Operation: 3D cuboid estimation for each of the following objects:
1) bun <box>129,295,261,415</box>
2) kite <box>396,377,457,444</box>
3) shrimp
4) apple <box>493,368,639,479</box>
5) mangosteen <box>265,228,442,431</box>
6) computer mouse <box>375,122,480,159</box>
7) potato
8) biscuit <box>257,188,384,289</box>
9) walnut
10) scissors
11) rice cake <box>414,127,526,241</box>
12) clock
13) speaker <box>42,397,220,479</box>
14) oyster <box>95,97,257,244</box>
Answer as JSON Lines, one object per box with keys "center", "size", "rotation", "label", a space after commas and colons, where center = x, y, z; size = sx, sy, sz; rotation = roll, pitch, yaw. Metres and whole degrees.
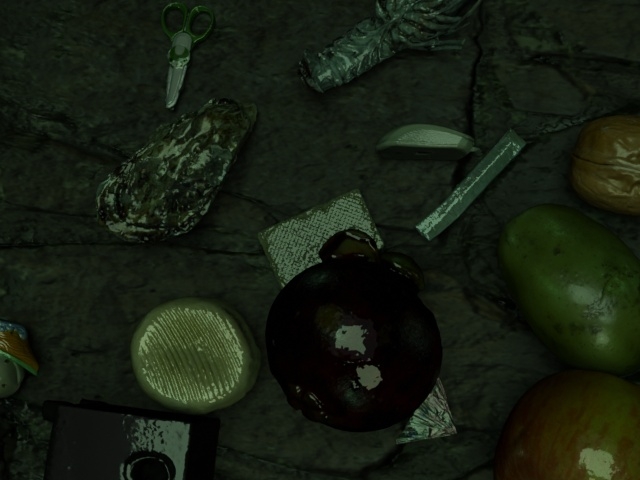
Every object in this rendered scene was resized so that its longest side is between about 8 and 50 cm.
{"center": [-0.211, 0.197, 1.574], "size": [0.222, 0.127, 0.222], "rotation": [1, 77, -5], "label": "bun"}
{"center": [0.166, 0.288, 1.578], "size": [0.157, 0.011, 0.139], "rotation": [28, 83, 8], "label": "kite"}
{"center": [0.144, -0.393, 1.608], "size": [0.410, 0.166, 0.221], "rotation": [-34, 82, 13], "label": "shrimp"}
{"center": [0.424, 0.328, 1.418], "size": [0.302, 0.301, 0.301], "rotation": [-1, 82, 6], "label": "apple"}
{"center": [0.057, 0.154, 1.476], "size": [0.311, 0.311, 0.311], "rotation": [-1, 82, 6], "label": "mangosteen"}
{"center": [0.186, -0.175, 1.600], "size": [0.182, 0.089, 0.056], "rotation": [2, 81, 5], "label": "computer mouse"}
{"center": [0.418, 0.077, 1.479], "size": [0.216, 0.216, 0.304], "rotation": [-28, 77, 1], "label": "potato"}
{"center": [0.000, 0.000, 1.619], "size": [0.199, 0.040, 0.121], "rotation": [-24, 82, 1], "label": "biscuit"}
{"center": [0.513, -0.124, 1.526], "size": [0.197, 0.165, 0.165], "rotation": [5, 83, 6], "label": "walnut"}
{"center": [-0.259, -0.339, 1.699], "size": [0.101, 0.027, 0.204], "rotation": [10, 81, 8], "label": "scissors"}
{"center": [0.261, -0.094, 1.604], "size": [0.045, 0.042, 0.245], "rotation": [44, 88, 7], "label": "rice cake"}
{"center": [-0.599, 0.200, 1.621], "size": [0.231, 0.103, 0.144], "rotation": [14, 85, 10], "label": "clock"}
{"center": [-0.314, 0.364, 1.503], "size": [0.254, 0.232, 0.184], "rotation": [6, 81, 6], "label": "speaker"}
{"center": [-0.239, -0.128, 1.622], "size": [0.351, 0.158, 0.162], "rotation": [-44, 123, -9], "label": "oyster"}
